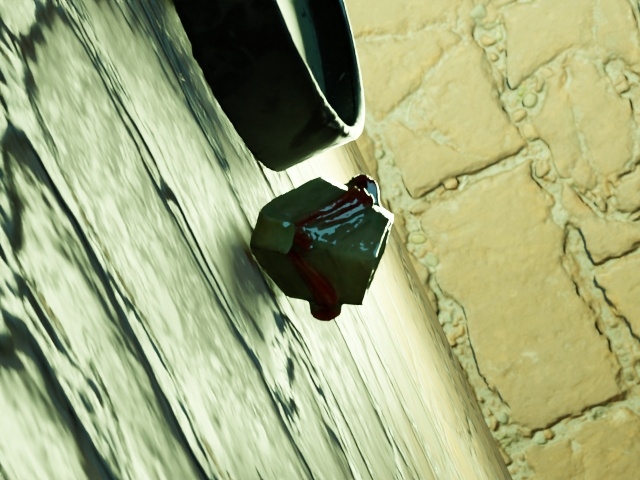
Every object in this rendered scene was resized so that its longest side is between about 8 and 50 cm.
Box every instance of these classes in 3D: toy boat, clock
[{"bbox_3d":[0.001,0.000,1.101,0.185,0.071,0.089,-32,140,-86],"label":"toy boat"},{"bbox_3d":[-0.050,-0.206,1.302,0.319,0.066,0.319,-18,90,-80],"label":"clock"}]
